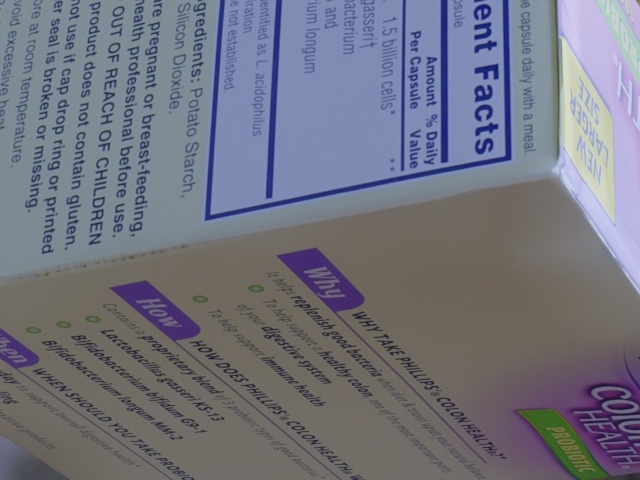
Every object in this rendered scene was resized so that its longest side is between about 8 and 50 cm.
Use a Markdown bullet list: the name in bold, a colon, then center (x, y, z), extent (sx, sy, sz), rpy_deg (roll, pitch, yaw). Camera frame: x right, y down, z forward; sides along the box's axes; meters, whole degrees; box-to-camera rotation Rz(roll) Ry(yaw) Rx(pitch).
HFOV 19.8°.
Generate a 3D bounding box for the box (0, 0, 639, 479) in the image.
- **box**: center (0.000, 0.000, 0.623), extent (0.213, 0.243, 0.117), rpy_deg (46, 40, -52)
